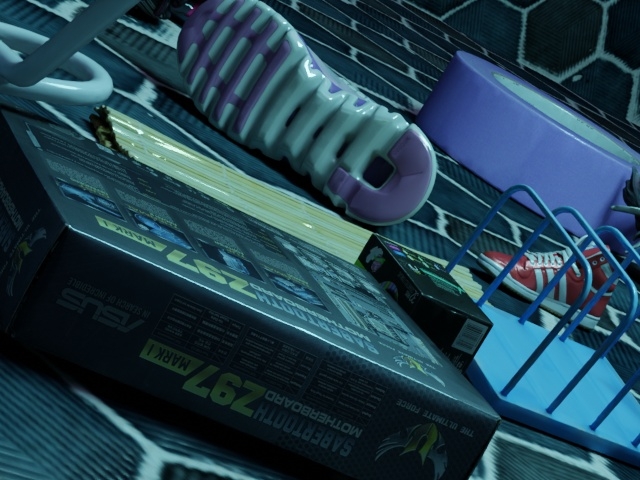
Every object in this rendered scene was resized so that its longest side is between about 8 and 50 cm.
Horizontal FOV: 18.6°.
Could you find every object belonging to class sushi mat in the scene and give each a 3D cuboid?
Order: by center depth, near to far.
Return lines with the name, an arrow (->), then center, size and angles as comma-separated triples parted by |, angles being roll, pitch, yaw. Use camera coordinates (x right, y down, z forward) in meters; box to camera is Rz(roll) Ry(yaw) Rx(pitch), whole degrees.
sushi mat -> 0.000, 0.000, 1.260 | 0.316, 0.019, 0.151 | 24, 15, -32

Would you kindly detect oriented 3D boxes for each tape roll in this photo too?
tape roll -> 0.239, -0.094, 2.078 | 0.275, 0.090, 0.275 | 30, 11, -6

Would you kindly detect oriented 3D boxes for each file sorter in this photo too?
file sorter -> 0.170, 0.054, 1.212 | 0.170, 0.104, 0.118 | 23, 24, -36

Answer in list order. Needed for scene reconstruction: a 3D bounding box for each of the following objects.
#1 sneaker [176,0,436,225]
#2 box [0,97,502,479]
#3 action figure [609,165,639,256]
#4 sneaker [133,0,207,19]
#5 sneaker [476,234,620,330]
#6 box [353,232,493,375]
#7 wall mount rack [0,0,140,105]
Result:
sneaker -> -0.007, -0.093, 1.474 | 0.236, 0.095, 0.104 | 40, 7, 14
box -> -0.050, 0.028, 0.909 | 0.232, 0.059, 0.183 | 25, 10, -27
action figure -> 0.397, -0.003, 1.957 | 0.275, 0.141, 0.164 | 21, 41, -54
sneaker -> -0.153, -0.247, 1.683 | 0.112, 0.121, 0.299 | 64, 25, 5
sneaker -> 0.181, 0.018, 1.519 | 0.118, 0.067, 0.042 | 26, 13, -25
box -> 0.047, 0.045, 1.080 | 0.052, 0.062, 0.083 | 24, 13, -27
wall mount rack -> -0.215, -0.136, 0.845 | 0.350, 0.130, 0.304 | 8, 16, -34
